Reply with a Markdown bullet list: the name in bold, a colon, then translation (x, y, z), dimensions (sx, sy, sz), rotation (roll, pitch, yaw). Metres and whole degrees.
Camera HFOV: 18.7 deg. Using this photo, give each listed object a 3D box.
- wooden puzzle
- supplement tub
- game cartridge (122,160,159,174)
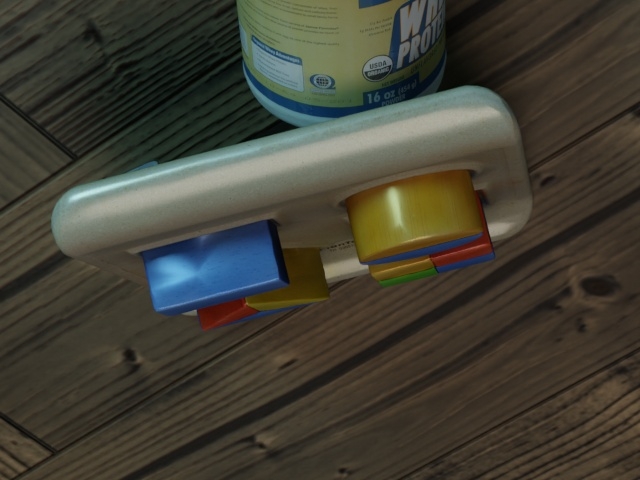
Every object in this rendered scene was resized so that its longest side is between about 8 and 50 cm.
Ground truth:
- **wooden puzzle**: translation (0.000, 0.000, 1.437), dimensions (0.322, 0.081, 0.348), rotation (-14, 167, 6)
- **supplement tub**: translation (0.012, -0.187, 1.313), dimensions (0.144, 0.144, 0.200), rotation (-6, 135, -2)
- **game cartridge**: translation (-0.151, -0.027, 1.537), dimensions (0.083, 0.017, 0.056), rotation (-23, 129, 14)
